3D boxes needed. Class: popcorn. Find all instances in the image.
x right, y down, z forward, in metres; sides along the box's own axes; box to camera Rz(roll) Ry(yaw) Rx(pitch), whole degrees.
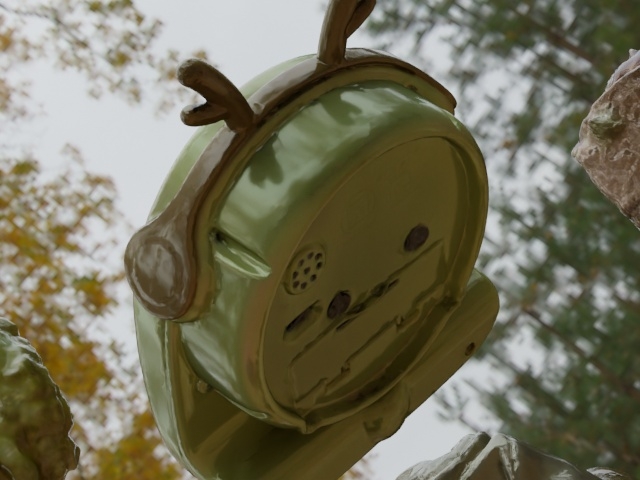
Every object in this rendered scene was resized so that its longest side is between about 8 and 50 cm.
[{"bbox_3d":[-0.374,0.174,1.441,0.174,0.286,0.225,-41,-11,-28],"label":"popcorn"}]

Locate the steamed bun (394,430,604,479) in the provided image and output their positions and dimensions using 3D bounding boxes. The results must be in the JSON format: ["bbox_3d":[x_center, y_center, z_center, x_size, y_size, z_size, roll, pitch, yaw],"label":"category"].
[{"bbox_3d":[0.153,0.273,1.154,0.144,0.218,0.211,-59,1,-42],"label":"steamed bun"}]

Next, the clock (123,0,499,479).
[{"bbox_3d":[0.000,0.000,0.788,0.235,0.096,0.308,-37,-39,-26],"label":"clock"}]

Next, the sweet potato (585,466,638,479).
[{"bbox_3d":[0.286,0.308,1.379,0.158,0.158,0.370,-54,0,1],"label":"sweet potato"}]

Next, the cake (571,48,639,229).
[{"bbox_3d":[0.379,-0.096,1.327,0.196,0.293,0.198,-48,-27,24],"label":"cake"}]
